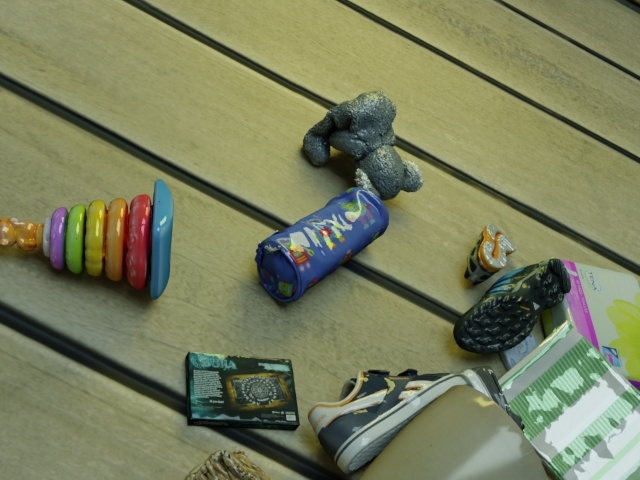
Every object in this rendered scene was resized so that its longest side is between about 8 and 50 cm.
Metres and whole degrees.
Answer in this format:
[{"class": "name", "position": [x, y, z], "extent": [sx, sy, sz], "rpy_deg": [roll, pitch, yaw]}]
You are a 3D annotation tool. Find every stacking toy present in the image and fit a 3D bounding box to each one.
[{"class": "stacking toy", "position": [-0.402, -0.004, 1.413], "extent": [0.302, 0.165, 0.175], "rpy_deg": [2, 36, -12]}]

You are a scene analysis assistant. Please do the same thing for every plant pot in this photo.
[{"class": "plant pot", "position": [0.168, 0.402, 1.306], "extent": [0.274, 0.256, 0.256], "rpy_deg": [-27, 67, -23]}]

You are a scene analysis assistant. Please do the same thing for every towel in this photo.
[{"class": "towel", "position": [0.494, 0.339, 1.575], "extent": [0.248, 0.038, 0.325], "rpy_deg": [-39, 75, -14]}]

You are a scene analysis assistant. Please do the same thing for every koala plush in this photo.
[{"class": "koala plush", "position": [0.108, -0.180, 1.796], "extent": [0.196, 0.203, 0.221], "rpy_deg": [-13, 72, -34]}]

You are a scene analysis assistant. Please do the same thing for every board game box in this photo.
[{"class": "board game box", "position": [0.400, 0.222, 1.707], "extent": [0.090, 0.020, 0.090], "rpy_deg": [-2, 54, -28]}, {"class": "board game box", "position": [-0.131, 0.250, 1.407], "extent": [0.186, 0.026, 0.126], "rpy_deg": [8, 49, -21]}]

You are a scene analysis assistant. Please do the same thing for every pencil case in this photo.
[{"class": "pencil case", "position": [0.000, 0.000, 1.620], "extent": [0.133, 0.119, 0.306], "rpy_deg": [43, 46, 14]}]

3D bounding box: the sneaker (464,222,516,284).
[{"class": "sneaker", "position": [0.357, 0.028, 1.813], "extent": [0.084, 0.083, 0.215], "rpy_deg": [44, 28, 5]}]

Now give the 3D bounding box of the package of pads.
[{"class": "package of pads", "position": [0.588, 0.185, 1.778], "extent": [0.229, 0.101, 0.296], "rpy_deg": [12, 49, -18]}]

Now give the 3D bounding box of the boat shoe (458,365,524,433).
[{"class": "boat shoe", "position": [0.329, 0.330, 1.523], "extent": [0.076, 0.080, 0.228], "rpy_deg": [-17, 66, -24]}]

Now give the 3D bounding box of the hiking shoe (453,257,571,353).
[{"class": "hiking shoe", "position": [0.371, 0.142, 1.704], "extent": [0.304, 0.132, 0.113], "rpy_deg": [-27, 94, -29]}]

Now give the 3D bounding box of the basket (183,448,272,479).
[{"class": "basket", "position": [-0.099, 0.467, 1.195], "extent": [0.299, 0.223, 0.213], "rpy_deg": [42, 79, 10]}]

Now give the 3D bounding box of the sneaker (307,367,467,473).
[{"class": "sneaker", "position": [0.118, 0.274, 1.446], "extent": [0.321, 0.126, 0.127], "rpy_deg": [-15, 49, -44]}]
